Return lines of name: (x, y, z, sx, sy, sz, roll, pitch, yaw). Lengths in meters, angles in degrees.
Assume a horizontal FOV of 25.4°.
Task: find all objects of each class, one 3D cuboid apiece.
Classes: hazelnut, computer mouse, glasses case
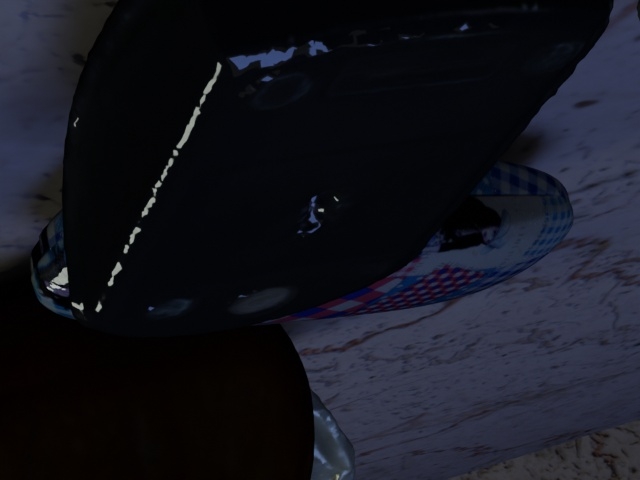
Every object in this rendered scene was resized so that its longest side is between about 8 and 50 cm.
hazelnut: (-0.114, 0.120, 0.843, 0.230, 0.229, 0.229, -14, 163, -4)
computer mouse: (-0.013, -0.053, 0.561, 0.170, 0.100, 0.269, -12, 159, -27)
glasses case: (0.000, 0.000, 0.784, 0.327, 0.076, 0.125, -2, 160, -36)

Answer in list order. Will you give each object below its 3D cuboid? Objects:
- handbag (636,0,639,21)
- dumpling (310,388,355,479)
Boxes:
handbag: (0.271, -0.129, 0.617, 0.256, 0.079, 0.219, -7, 165, -22)
dumpling: (-0.083, 0.141, 1.053, 0.258, 0.147, 0.193, 30, 130, -25)
